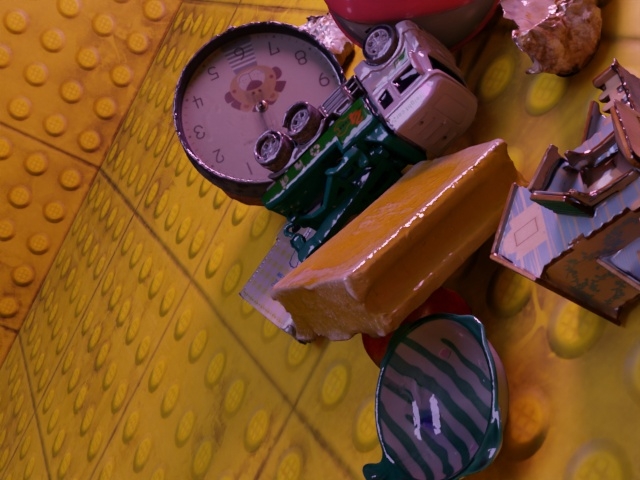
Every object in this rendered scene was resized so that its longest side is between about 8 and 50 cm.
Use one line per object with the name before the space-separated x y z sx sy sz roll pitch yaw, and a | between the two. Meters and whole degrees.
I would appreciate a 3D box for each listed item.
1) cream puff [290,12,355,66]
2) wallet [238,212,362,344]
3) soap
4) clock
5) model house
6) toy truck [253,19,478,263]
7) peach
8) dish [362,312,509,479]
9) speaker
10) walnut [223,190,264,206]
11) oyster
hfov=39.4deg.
cream puff | -0.007 -0.384 1.789 0.156 0.121 0.156 -25 4 2
wallet | 0.000 0.000 1.483 0.309 0.077 0.223 -60 27 0
soap | 0.104 -0.001 1.120 0.315 0.091 0.199 -41 16 -28
clock | -0.101 -0.227 1.522 0.061 0.313 0.312 64 -137 -73
model house | 0.279 -0.019 0.903 0.206 0.178 0.271 -43 37 38
toy truck | 0.062 -0.138 1.315 0.363 0.177 0.178 -46 50 19
peach | 0.119 0.114 1.151 0.151 0.151 0.118 -66 -18 -2
dish | 0.146 0.200 1.036 0.246 0.078 0.224 -63 37 16
speaker | 0.135 -0.413 1.345 0.294 0.294 0.294 -41 35 38
walnut | -0.108 -0.198 1.678 0.273 0.273 0.227 -51 -1 25
oyster | 0.314 -0.293 1.169 0.161 0.107 0.232 -38 19 44
